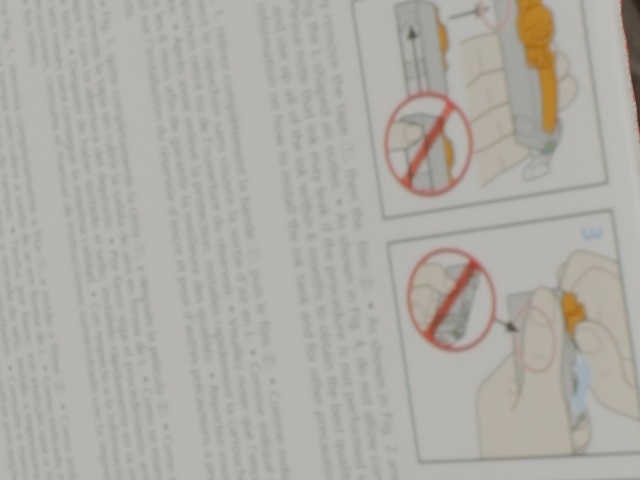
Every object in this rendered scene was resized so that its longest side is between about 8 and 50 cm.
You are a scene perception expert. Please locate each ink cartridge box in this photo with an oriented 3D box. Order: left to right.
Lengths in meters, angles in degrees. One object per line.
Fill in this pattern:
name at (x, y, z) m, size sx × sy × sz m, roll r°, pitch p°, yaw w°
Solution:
ink cartridge box at (0.000, 0.000, 0.491) m, size 0.091 × 0.385 × 0.308 m, roll -8°, pitch 89°, yaw -55°
